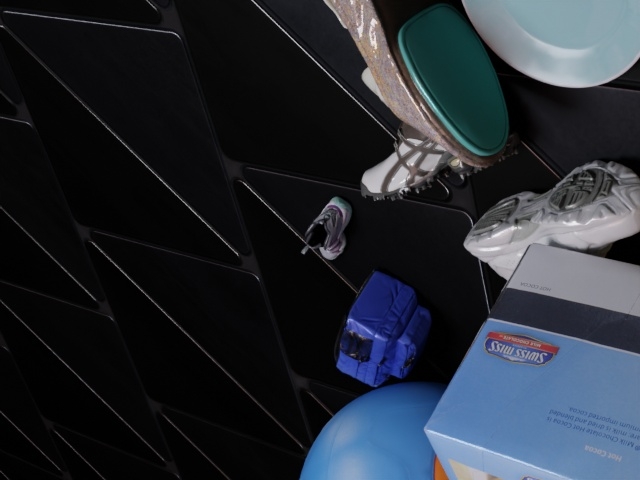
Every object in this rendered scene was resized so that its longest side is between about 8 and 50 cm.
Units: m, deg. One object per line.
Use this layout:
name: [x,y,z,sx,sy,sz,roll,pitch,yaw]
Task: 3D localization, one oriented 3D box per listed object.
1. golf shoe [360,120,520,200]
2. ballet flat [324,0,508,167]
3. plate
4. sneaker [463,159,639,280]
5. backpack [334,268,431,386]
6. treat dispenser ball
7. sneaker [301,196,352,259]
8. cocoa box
golf shoe: [0.107,-0.101,1.237,0.198,0.077,0.094,-20,100,44]
ballet flat: [0.066,-0.200,1.141,0.106,0.107,0.316,-27,91,57]
plate: [0.203,-0.218,1.061,0.188,0.024,0.188,25,139,24]
sneaker: [0.248,-0.001,1.189,0.115,0.090,0.232,47,153,-14]
backpack: [0.070,0.117,1.453,0.101,0.098,0.120,31,141,12]
treat dispenser ball: [0.116,0.307,1.431,0.288,0.288,0.288,26,140,24]
sneaker: [0.000,0.000,1.429,0.038,0.069,0.098,30,141,19]
cocoa box: [0.310,0.185,1.077,0.347,0.228,0.231,14,147,35]
